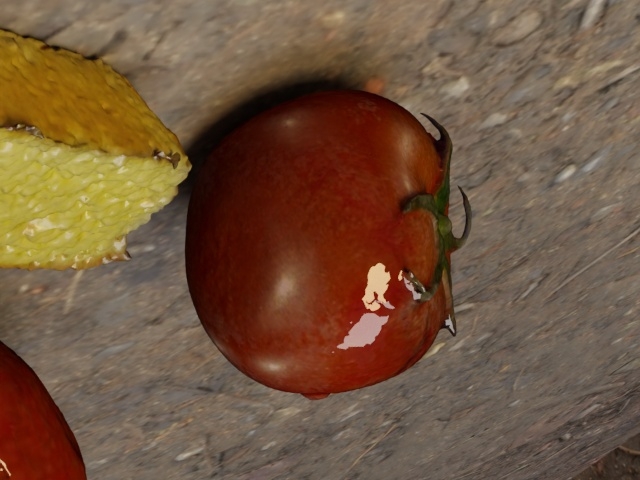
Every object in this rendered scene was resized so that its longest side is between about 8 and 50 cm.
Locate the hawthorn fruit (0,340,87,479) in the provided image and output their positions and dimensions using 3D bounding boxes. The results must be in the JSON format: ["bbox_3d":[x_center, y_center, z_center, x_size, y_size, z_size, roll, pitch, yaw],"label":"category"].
[{"bbox_3d":[-0.225,0.146,0.679,0.211,0.211,0.299,-24,172,-9],"label":"hawthorn fruit"}]

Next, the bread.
[{"bbox_3d":[-0.135,-0.033,0.553,0.103,0.065,0.187,-40,154,25],"label":"bread"}]

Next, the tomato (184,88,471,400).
[{"bbox_3d":[0.000,0.000,0.681,0.167,0.167,0.167,-24,158,-10],"label":"tomato"}]
